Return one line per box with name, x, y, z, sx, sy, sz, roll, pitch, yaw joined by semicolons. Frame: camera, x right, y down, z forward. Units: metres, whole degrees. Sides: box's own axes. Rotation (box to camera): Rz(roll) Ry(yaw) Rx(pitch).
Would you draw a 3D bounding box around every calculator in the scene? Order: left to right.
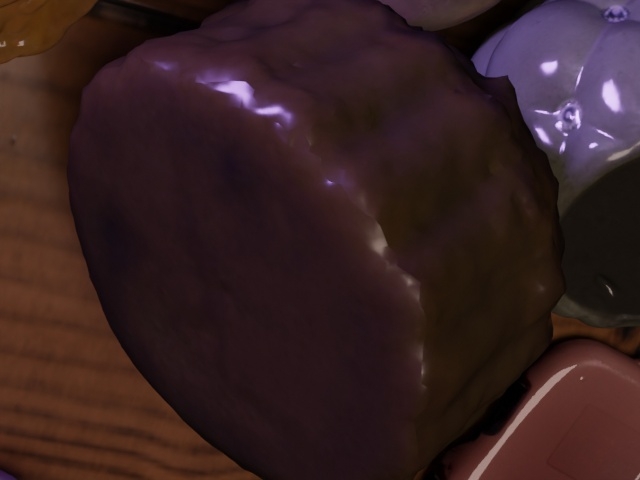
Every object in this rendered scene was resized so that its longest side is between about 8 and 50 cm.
calculator;0.188;0.229;1.290;0.220;0.048;0.329;30;100;-24

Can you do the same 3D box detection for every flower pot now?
flower pot;0.209;-0.067;1.057;0.246;0.195;0.246;-6;134;-6

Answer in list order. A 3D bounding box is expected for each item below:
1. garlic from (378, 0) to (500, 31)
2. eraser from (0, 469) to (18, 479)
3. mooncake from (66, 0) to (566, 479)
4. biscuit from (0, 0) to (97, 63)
garlic;0.094;-0.206;1.045;0.101;0.087;0.195;39;100;-11
eraser;-0.407;0.250;1.088;0.359;0.122;0.272;20;105;-24
mooncake;-0.002;0.000;0.983;0.187;0.324;0.324;-35;124;-36
biscuit;-0.228;-0.211;0.917;0.376;0.051;0.269;-45;137;18
